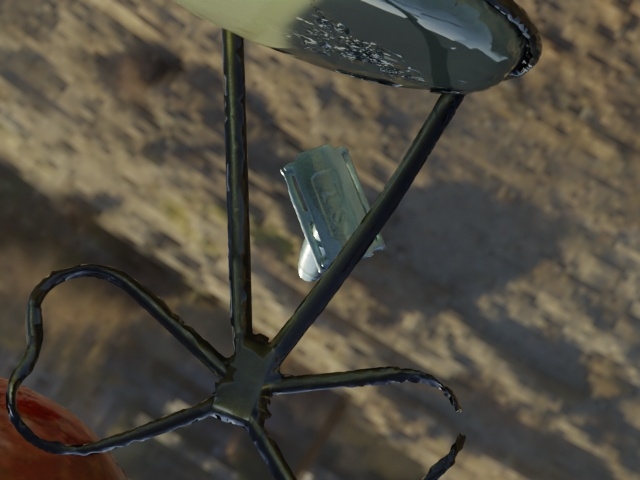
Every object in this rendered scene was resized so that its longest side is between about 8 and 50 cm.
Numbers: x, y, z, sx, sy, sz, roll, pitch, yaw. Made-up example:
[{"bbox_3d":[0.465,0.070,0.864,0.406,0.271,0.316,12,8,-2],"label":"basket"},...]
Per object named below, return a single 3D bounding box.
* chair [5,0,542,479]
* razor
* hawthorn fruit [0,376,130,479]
[{"bbox_3d":[0.000,-0.077,0.609,0.159,0.326,0.170,17,173,11],"label":"chair"},{"bbox_3d":[0.000,0.000,1.128,0.135,0.040,0.068,111,140,-71],"label":"razor"},{"bbox_3d":[-0.197,0.159,0.967,0.235,0.231,0.263,13,130,-32],"label":"hawthorn fruit"}]
